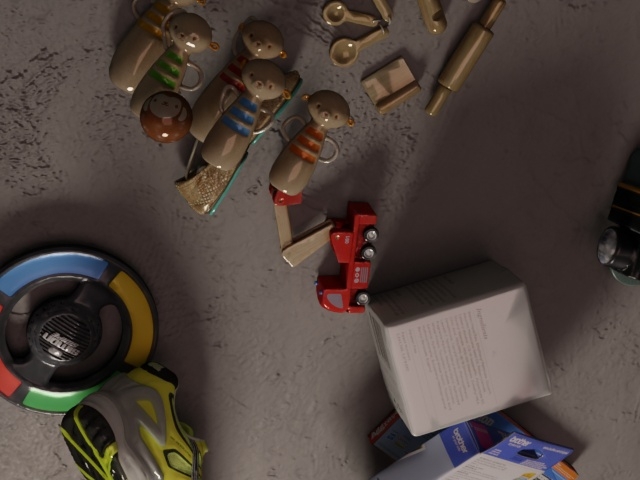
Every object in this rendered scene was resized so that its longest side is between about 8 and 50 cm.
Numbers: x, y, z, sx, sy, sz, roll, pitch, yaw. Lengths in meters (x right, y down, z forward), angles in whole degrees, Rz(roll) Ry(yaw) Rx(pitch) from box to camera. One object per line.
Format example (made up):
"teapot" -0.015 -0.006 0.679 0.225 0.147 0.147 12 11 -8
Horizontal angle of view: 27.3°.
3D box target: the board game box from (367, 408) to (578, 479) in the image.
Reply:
"board game box" 0.213 0.296 1.812 0.281 0.027 0.145 39 101 -24

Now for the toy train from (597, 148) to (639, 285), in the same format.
"toy train" 0.520 -0.004 1.701 0.334 0.142 0.190 11 100 -17

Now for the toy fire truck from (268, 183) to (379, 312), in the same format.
"toy fire truck" 0.000 0.000 1.625 0.135 0.047 0.192 1 113 -13

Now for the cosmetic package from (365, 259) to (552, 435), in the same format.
"cosmetic package" 0.169 0.130 1.648 0.184 0.151 0.151 -16 102 -4

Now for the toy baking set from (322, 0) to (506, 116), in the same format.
"toy baking set" 0.118 -0.269 1.546 0.197 0.030 0.256 31 103 -22

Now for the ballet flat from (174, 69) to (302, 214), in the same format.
"ballet flat" -0.102 -0.125 1.539 0.067 0.073 0.206 34 99 -9

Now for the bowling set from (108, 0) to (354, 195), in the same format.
"bowling set" -0.104 -0.168 1.407 0.287 0.200 0.154 32 101 0

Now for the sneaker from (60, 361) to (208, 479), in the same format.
"sneaker" -0.192 0.320 1.663 0.147 0.145 0.384 -41 138 -31

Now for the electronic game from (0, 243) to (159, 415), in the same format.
"electronic game" -0.311 0.111 1.601 0.229 0.048 0.229 -5 114 -11

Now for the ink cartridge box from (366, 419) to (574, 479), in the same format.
"ink cartridge box" 0.158 0.318 1.709 0.311 0.065 0.186 -35 147 22
